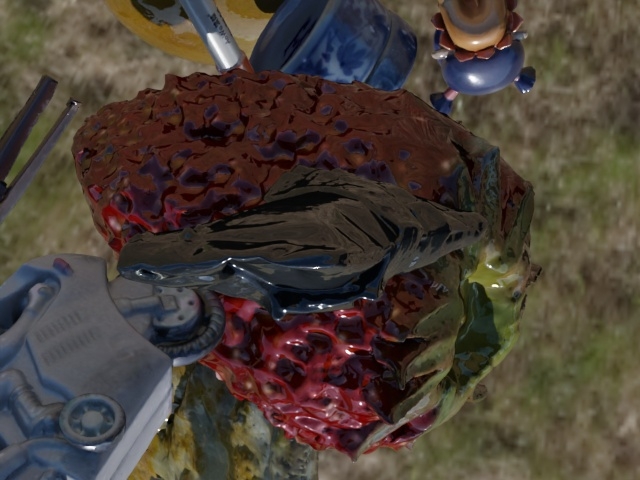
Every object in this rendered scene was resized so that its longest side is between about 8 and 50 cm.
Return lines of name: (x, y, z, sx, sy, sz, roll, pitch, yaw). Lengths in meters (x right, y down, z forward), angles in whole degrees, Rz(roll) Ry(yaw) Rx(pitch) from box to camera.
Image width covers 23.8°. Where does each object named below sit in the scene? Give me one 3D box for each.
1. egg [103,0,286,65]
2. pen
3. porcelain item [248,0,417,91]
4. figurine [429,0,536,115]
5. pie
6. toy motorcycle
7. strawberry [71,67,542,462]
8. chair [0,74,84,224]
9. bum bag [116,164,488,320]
egg: (-0.085, -0.321, 1.594, 0.282, 0.351, 0.282, 22, 122, 40)
pen: (-0.095, -0.185, 1.229, 0.028, 0.028, 0.239, -8, 137, 22)
porcelain item: (0.013, -0.171, 1.448, 0.114, 0.147, 0.147, 34, 132, -22)
figurine: (0.148, -0.197, 1.495, 0.111, 0.102, 0.195, -12, 169, 9)
pie: (-0.107, 0.168, 1.390, 0.339, 0.077, 0.339, 19, 115, 47)
toy motorcycle: (-0.179, 0.096, 0.949, 0.171, 0.260, 0.110, 22, 139, 16)
strawberry: (-0.014, 0.006, 1.154, 0.343, 0.292, 0.292, 24, 141, 30)
chair: (-0.407, -0.049, 1.596, 0.183, 0.175, 0.326, 23, 98, -31)
bum bag: (0.000, 0.000, 0.833, 0.123, 0.248, 0.060, 9, 107, 27)
